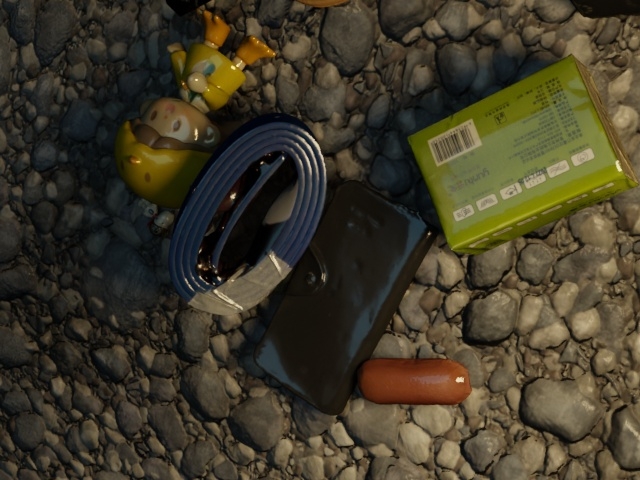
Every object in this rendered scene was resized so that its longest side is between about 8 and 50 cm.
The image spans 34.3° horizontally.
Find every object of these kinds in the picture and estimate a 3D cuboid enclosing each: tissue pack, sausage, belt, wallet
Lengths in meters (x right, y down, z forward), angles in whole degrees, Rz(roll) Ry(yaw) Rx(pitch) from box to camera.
[{"bbox_3d":[0.305,-0.122,1.558,0.274,0.167,0.200,-25,77,21],"label":"tissue pack"},{"bbox_3d":[0.149,0.226,1.661,0.194,0.077,0.077,-4,84,26],"label":"sausage"},{"bbox_3d":[-0.118,-0.045,1.728,0.212,0.117,0.347,30,100,-13],"label":"belt"},{"bbox_3d":[0.037,0.089,1.733,0.197,0.051,0.378,33,102,22],"label":"wallet"}]

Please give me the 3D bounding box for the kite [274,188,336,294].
[{"bbox_3d":[-0.001,0.000,1.786,0.250,0.012,0.229,-45,70,17],"label":"kite"}]

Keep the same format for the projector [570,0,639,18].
[{"bbox_3d":[0.524,-0.548,1.441,0.395,0.242,0.405,0,85,28],"label":"projector"}]

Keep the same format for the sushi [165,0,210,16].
[{"bbox_3d":[-0.242,-0.570,1.826,0.212,0.215,0.227,-30,44,-1],"label":"sushi"}]

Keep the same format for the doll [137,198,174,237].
[{"bbox_3d":[-0.310,-0.043,1.929,0.085,0.040,0.058,28,86,21],"label":"doll"}]

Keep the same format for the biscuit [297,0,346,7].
[{"bbox_3d":[0.038,-0.535,1.792,0.202,0.044,0.289,46,104,21],"label":"biscuit"}]

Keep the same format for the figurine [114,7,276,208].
[{"bbox_3d":[-0.224,-0.220,1.827,0.215,0.187,0.344,33,95,34],"label":"figurine"}]
